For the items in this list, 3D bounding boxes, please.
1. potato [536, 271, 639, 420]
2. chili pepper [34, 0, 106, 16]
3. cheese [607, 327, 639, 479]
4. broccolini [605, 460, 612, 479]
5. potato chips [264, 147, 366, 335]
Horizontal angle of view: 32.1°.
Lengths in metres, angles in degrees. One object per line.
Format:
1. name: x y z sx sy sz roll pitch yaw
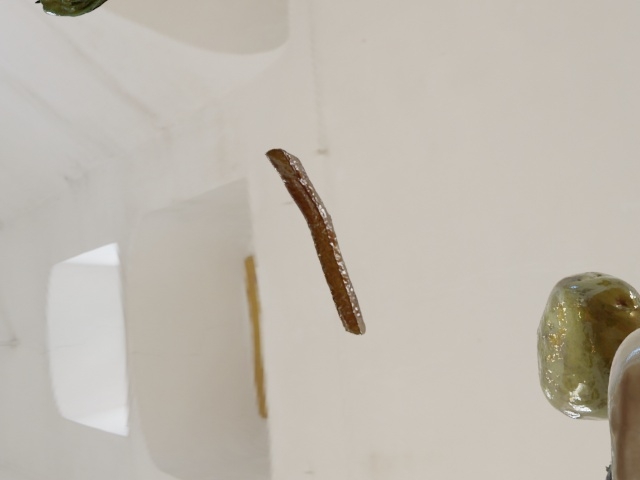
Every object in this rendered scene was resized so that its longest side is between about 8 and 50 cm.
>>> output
1. potato: 0.403 0.157 1.640 0.149 0.197 0.228 -14 -79 -33
2. chili pepper: -0.205 -0.220 0.973 0.091 0.030 0.034 -24 -103 -8
3. cheese: 0.128 0.056 0.392 0.092 0.048 0.171 46 -133 -62
4. broccolini: 0.207 0.189 0.795 0.044 0.218 0.042 -27 -113 -11
5. potato chips: 0.000 0.000 1.103 0.037 0.026 0.203 -21 -93 -61
